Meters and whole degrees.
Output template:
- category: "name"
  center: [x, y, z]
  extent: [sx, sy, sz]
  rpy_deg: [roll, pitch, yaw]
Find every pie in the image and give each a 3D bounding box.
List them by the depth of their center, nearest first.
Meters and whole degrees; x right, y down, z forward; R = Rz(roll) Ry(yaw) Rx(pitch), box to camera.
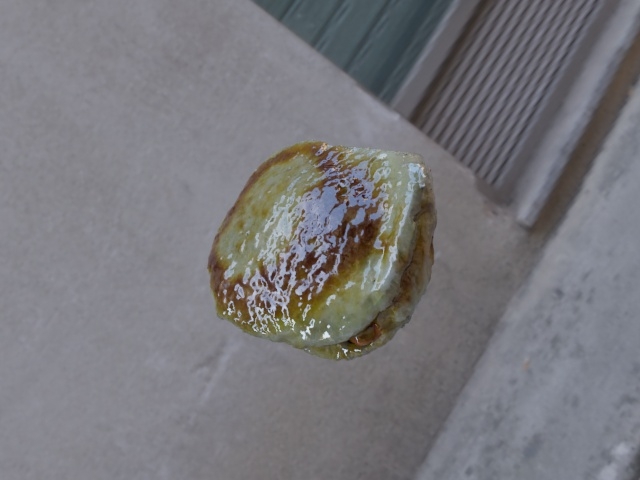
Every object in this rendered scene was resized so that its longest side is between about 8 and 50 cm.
- category: "pie"
  center: [0.000, 0.000, 0.818]
  extent: [0.205, 0.084, 0.178]
  rpy_deg: [12, 78, 36]
